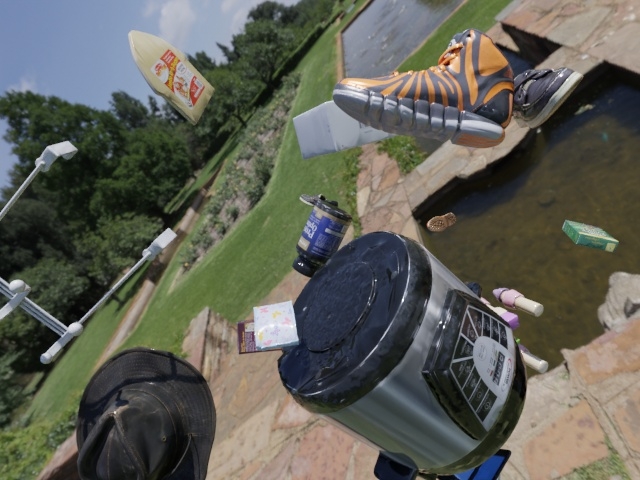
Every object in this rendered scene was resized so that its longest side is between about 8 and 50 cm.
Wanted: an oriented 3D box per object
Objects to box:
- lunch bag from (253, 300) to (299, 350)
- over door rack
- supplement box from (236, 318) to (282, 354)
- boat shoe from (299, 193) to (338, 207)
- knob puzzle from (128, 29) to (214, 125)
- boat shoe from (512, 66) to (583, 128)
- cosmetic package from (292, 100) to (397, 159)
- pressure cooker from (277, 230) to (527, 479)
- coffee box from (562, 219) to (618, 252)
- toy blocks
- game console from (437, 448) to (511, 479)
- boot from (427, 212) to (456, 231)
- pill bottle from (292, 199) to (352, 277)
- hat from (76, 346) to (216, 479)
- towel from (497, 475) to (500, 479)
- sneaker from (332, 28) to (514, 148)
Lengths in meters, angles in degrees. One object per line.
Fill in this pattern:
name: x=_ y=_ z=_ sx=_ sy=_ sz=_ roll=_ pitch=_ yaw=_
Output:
lunch bag: x=-0.074 y=0.148 z=0.683 sx=0.071 sy=0.053 sz=0.083 roll=-11 pitch=33 yaw=-6
over door rack: x=-0.451 y=0.031 z=0.683 sx=0.324 sy=0.239 sz=0.108 roll=-44 pitch=16 yaw=5
supplement box: x=-0.179 y=0.312 z=1.363 sx=0.081 sy=0.188 sz=0.104 roll=134 pitch=133 yaw=-81
boat shoe: x=-0.001 y=-0.134 z=1.389 sx=0.056 sy=0.152 sz=0.049 roll=-15 pitch=-55 yaw=-59
knob puzzle: x=-0.321 y=-0.349 z=0.860 sx=0.029 sy=0.213 sz=0.213 roll=-28 pitch=29 yaw=26
boat shoe: x=0.415 y=-0.286 z=0.805 sx=0.103 sy=0.092 sz=0.285 roll=-50 pitch=-4 yaw=19
cosmetic package: x=0.072 y=-0.339 z=1.213 sx=0.223 sy=0.138 sz=0.224 roll=-20 pitch=12 yaw=-24
pressure cooker: x=0.177 y=0.227 z=0.806 sx=0.370 sy=0.420 sz=0.376 roll=-43 pitch=23 yaw=18
coffee box: x=0.873 y=-0.017 z=1.335 sx=0.184 sy=0.113 sz=0.041 roll=-41 pitch=-37 yaw=-65
toy blocks: x=0.559 y=0.331 z=1.407 sx=0.308 sy=0.289 sz=0.260 roll=-19 pitch=19 yaw=-17
game console: x=0.357 y=0.528 z=0.973 sx=0.124 sy=0.085 sz=0.144 roll=30 pitch=59 yaw=35
boot: x=0.459 y=-0.062 z=1.622 sx=0.157 sy=0.059 sz=0.084 roll=-16 pitch=-5 yaw=-39
pill bottle: x=0.000 y=0.000 z=1.247 sx=0.219 sy=0.122 sz=0.123 roll=-65 pitch=19 yaw=10
hat: x=-0.362 y=0.376 z=0.767 sx=0.331 sy=0.331 sz=0.134 roll=-48 pitch=-9 yaw=7
towel: x=0.454 y=0.615 z=1.112 sx=0.023 sy=0.152 sz=0.113 roll=-26 pitch=7 yaw=20
sneaker: x=0.191 y=-0.289 z=0.750 sx=0.124 sy=0.320 sz=0.180 roll=19 pitch=-96 yaw=-89
